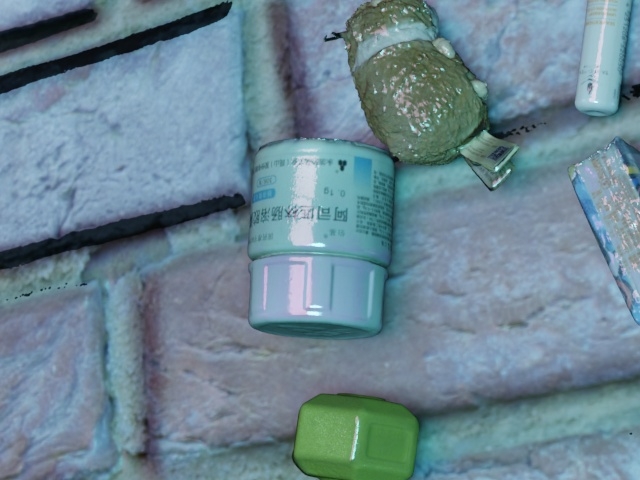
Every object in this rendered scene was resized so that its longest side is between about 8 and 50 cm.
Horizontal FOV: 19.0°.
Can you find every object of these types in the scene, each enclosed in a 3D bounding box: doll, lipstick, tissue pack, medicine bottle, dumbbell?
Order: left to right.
[{"bbox_3d":[0.000,0.000,1.733,0.135,0.135,0.168,-3,79,30],"label":"medicine bottle"},{"bbox_3d":[0.015,0.285,1.675,0.108,0.121,0.301,-5,74,59],"label":"dumbbell"},{"bbox_3d":[0.096,-0.125,1.721,0.115,0.105,0.221,-26,69,-22],"label":"doll"},{"bbox_3d":[0.250,-0.180,1.676,0.040,0.040,0.141,3,82,31],"label":"lipstick"},{"bbox_3d":[0.271,0.004,1.579,0.065,0.115,0.155,-29,65,20],"label":"tissue pack"}]
